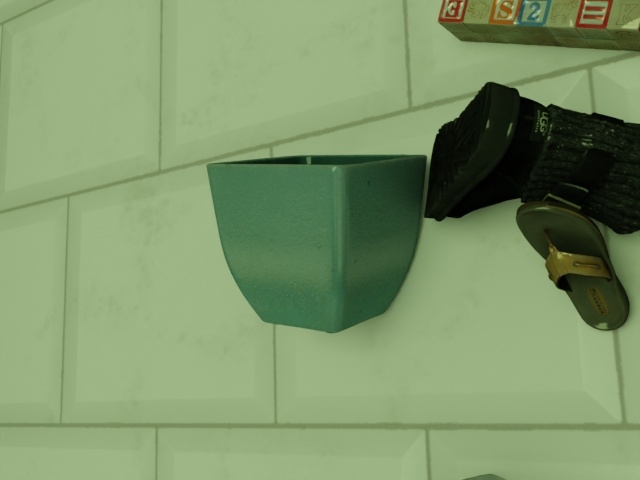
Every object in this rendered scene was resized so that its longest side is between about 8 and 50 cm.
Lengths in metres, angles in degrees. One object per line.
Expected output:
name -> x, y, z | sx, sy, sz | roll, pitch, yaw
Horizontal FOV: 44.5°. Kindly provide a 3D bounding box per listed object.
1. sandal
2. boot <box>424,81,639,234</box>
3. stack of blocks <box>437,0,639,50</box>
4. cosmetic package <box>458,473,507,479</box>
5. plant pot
sandal -> 0.321, 0.041, 0.988 | 0.090, 0.060, 0.219 | -15, 118, 39
boot -> 0.293, -0.083, 1.050 | 0.260, 0.348, 0.131 | 12, 79, -6
stack of blocks -> 0.332, -0.371, 1.109 | 0.297, 0.087, 0.171 | 14, 90, 36
cosmetic package -> 0.206, 0.529, 0.896 | 0.330, 0.327, 0.393 | 21, 94, 36
plant pot -> 0.000, 0.000, 1.192 | 0.247, 0.248, 0.252 | 5, 101, 35
